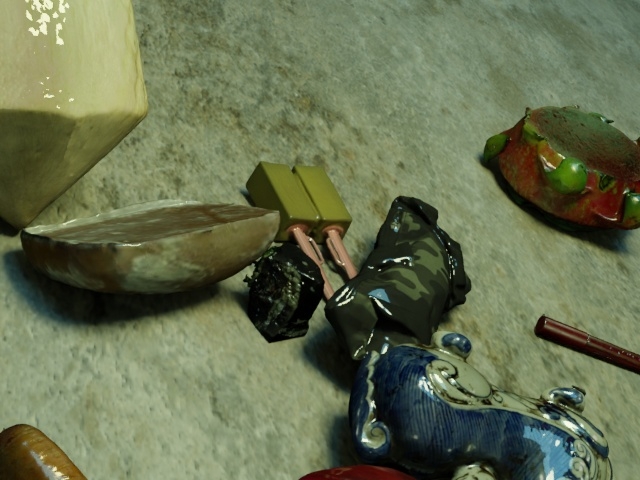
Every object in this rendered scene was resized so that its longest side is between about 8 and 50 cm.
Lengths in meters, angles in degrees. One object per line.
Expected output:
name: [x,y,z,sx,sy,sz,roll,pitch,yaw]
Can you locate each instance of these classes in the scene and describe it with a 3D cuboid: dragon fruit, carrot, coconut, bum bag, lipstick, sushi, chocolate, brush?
dragon fruit: [0.387,-0.109,1.972,0.268,0.130,0.295,36,31,14]
carrot: [-0.182,0.240,1.043,0.248,0.059,0.059,45,33,21]
coconut: [-0.324,-0.171,1.359,0.329,0.328,0.328,20,30,-13]
bum bag: [0.098,0.061,1.508,0.144,0.095,0.340,49,29,-8]
lipstick: [0.357,0.138,1.673,0.177,0.027,0.027,22,30,-13]
sushi: [-0.043,0.050,1.420,0.056,0.083,0.084,-9,47,-45]
chocolate: [-0.173,0.016,1.358,0.157,0.080,0.254,12,17,42]
brush: [0.000,0.000,1.575,0.103,0.047,0.233,3,43,-35]

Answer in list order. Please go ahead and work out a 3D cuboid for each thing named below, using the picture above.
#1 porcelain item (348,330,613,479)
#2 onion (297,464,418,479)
porcelain item: [0.158,0.217,1.300,0.288,0.138,0.186,25,47,-14]
onion: [0.048,0.291,1.015,0.246,0.190,0.246,16,50,-20]
